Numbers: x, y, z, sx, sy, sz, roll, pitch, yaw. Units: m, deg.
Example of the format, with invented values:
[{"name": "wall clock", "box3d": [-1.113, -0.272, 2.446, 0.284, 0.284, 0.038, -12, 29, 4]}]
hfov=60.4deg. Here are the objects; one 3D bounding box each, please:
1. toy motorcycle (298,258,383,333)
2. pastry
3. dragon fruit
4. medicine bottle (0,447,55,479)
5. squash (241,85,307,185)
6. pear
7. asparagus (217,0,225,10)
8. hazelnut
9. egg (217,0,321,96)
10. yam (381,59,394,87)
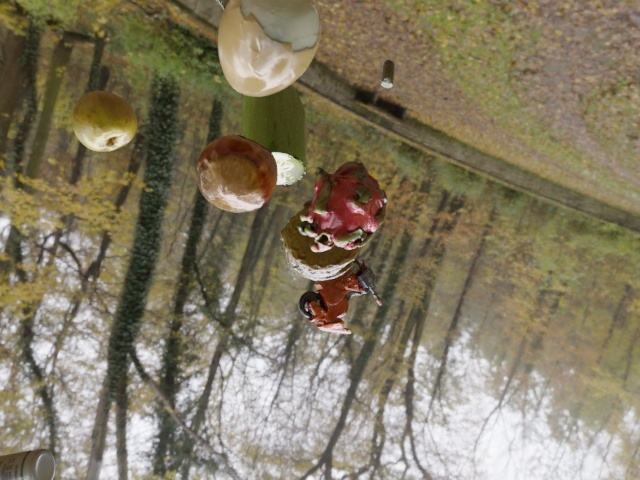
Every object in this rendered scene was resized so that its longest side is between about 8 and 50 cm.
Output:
[{"name": "toy motorcycle", "box3d": [0.078, 0.212, 1.982, 0.148, 0.326, 0.221, -12, 113, 58]}, {"name": "pastry", "box3d": [0.000, 0.000, 1.641, 0.240, 0.235, 0.132, -2, 154, -1]}, {"name": "dragon fruit", "box3d": [0.039, -0.062, 1.077, 0.167, 0.160, 0.172, 33, -133, 0]}, {"name": "medicine bottle", "box3d": [-0.520, 0.380, 0.844, 0.221, 0.092, 0.061, -11, -158, 5]}, {"name": "squash", "box3d": [-0.129, -0.308, 1.548, 0.190, 0.260, 0.189, -3, 155, -1]}, {"name": "pear", "box3d": [-0.741, -0.414, 1.882, 0.209, 0.208, 0.209, 19, -172, -3]}, {"name": "asparagus", "box3d": [-0.284, -0.700, 1.718, 0.162, 0.016, 0.016, 54, -158, -39]}, {"name": "hazelnut", "box3d": [-0.185, -0.153, 1.191, 0.182, 0.182, 0.182, 19, -172, -3]}, {"name": "egg", "box3d": [-0.111, -0.410, 1.127, 0.201, 0.244, 0.201, 25, -148, -17]}, {"name": "yam", "box3d": [0.224, -0.551, 1.819, 0.043, 0.094, 0.043, 7, 150, 4]}]
